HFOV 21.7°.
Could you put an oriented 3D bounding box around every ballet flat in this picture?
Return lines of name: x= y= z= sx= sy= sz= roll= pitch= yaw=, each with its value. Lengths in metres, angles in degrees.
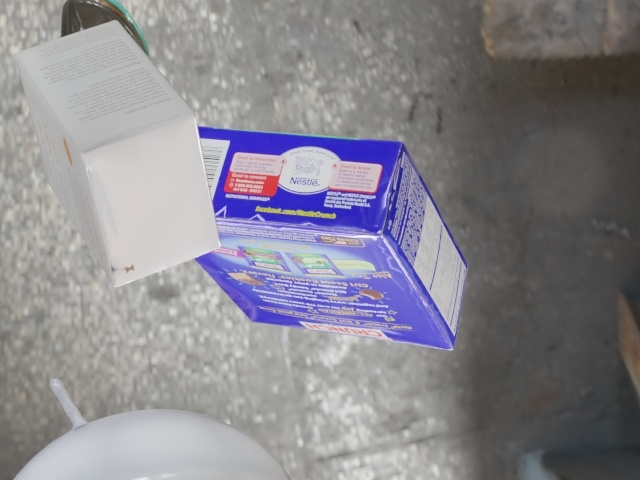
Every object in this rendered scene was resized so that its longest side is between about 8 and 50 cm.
ballet flat: x=-0.227 y=-0.167 z=1.763 sx=0.095 sy=0.096 sz=0.280 roll=21 pitch=167 yaw=7

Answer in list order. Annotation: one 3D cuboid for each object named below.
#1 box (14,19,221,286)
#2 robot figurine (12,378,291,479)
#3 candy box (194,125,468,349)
box: x=-0.158 y=-0.070 z=1.296 sx=0.091 sy=0.170 sz=0.130 roll=-21 pitch=129 yaw=-17
robot figurine: x=-0.092 y=0.253 z=1.013 sx=0.199 sy=0.354 sz=0.300 roll=-24 pitch=150 yaw=17
candy box: x=0.000 y=0.000 z=1.869 sx=0.268 sy=0.122 sz=0.317 roll=6 pitch=156 yaw=21
